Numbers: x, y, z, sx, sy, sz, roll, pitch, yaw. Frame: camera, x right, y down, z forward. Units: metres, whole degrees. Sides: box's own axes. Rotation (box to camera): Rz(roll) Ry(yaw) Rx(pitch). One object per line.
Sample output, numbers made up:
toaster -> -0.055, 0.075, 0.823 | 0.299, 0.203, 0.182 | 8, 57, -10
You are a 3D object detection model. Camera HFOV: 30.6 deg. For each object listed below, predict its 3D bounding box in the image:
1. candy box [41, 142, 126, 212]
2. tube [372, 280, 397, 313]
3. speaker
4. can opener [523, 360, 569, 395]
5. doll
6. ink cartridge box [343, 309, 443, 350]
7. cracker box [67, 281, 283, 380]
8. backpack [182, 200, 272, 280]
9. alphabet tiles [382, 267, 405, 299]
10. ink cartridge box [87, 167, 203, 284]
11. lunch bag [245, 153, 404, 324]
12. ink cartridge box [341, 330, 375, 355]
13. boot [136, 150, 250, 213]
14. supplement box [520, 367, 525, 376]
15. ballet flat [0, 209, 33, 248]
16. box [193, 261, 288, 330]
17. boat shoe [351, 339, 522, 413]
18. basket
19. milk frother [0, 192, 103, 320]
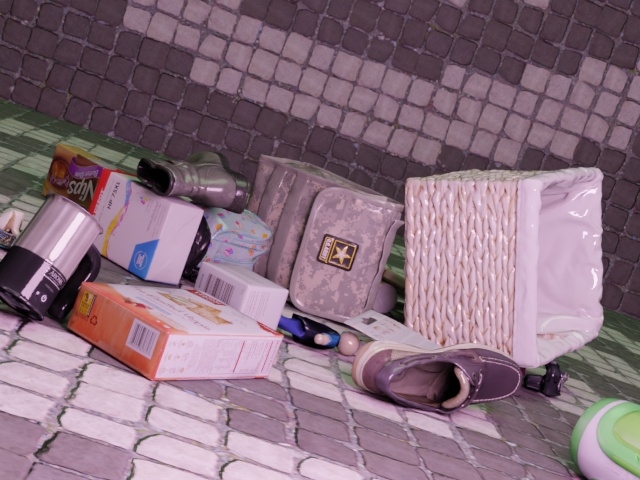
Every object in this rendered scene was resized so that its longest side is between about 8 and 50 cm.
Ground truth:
candy box -> -0.445, -0.105, 2.206 | 0.053, 0.109, 0.187 | 12, 11, -45
tube -> 0.076, 0.088, 2.376 | 0.070, 0.062, 0.240 | 64, -16, -21
speaker -> 0.461, 0.310, 1.493 | 0.131, 0.131, 0.296 | 14, 9, -37
can opener -> 0.415, 0.241, 2.124 | 0.073, 0.059, 0.186 | 21, 8, 13
doll -> -0.023, 0.136, 1.791 | 0.189, 0.046, 0.129 | 24, -4, -22
ink cartridge box -> 0.127, 0.175, 1.823 | 0.179, 0.045, 0.145 | 26, 13, 16
cracker box -> -0.177, 0.114, 1.470 | 0.156, 0.067, 0.232 | 25, 8, 32
backpack -> -0.174, 0.000, 2.008 | 0.182, 0.115, 0.152 | 14, 32, -42
alphabet tiles -> 0.172, 0.101, 2.371 | 0.278, 0.021, 0.284 | 30, -4, 28
ink cartridge box -> -0.310, -0.032, 1.921 | 0.231, 0.134, 0.078 | 25, 8, 38
lunch bag -> 0.000, 0.000, 2.101 | 0.287, 0.235, 0.169 | 23, 11, 36
ink cartridge box -> 0.075, 0.172, 1.853 | 0.083, 0.028, 0.048 | 24, 8, 29
boot -> -0.228, -0.112, 1.920 | 0.161, 0.083, 0.246 | 12, 8, -28
supplement box -> 0.331, 0.221, 2.112 | 0.055, 0.043, 0.083 | 18, 7, -12
ballet flat -> -0.436, -0.010, 1.711 | 0.188, 0.070, 0.070 | 22, 8, 19
box -> -0.119, 0.094, 1.633 | 0.101, 0.102, 0.087 | 25, 11, 38
boat shoe -> 0.181, 0.202, 1.670 | 0.285, 0.102, 0.092 | 11, 16, -31
basket -> 0.334, 0.035, 2.110 | 0.267, 0.331, 0.328 | 3, 8, 33
milk frother -> -0.356, 0.018, 1.433 | 0.143, 0.134, 0.129 | 25, -22, 17
